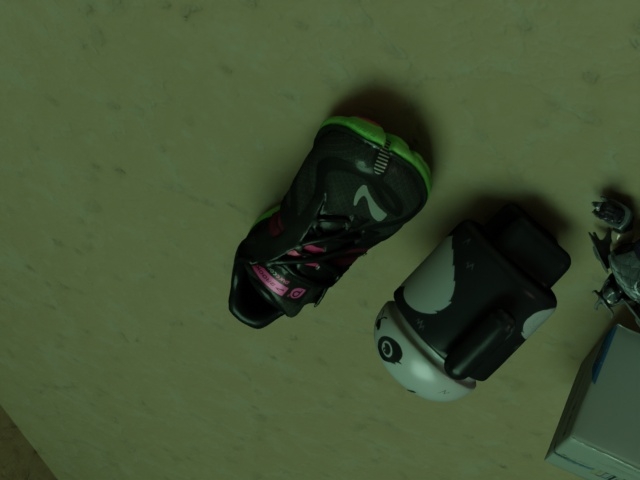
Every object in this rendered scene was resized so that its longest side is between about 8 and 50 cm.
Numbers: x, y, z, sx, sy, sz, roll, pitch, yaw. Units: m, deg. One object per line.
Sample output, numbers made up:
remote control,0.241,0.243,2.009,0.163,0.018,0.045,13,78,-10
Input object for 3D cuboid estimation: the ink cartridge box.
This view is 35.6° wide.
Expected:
ink cartridge box,0.433,0.249,1.382,0.168,0.171,0.232,23,164,11

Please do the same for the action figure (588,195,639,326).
action figure,0.401,0.002,1.165,0.185,0.099,0.285,56,141,20

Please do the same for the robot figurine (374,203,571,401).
robot figurine,0.195,0.084,1.318,0.173,0.278,0.209,48,-166,22

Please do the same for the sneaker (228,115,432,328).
sneaker,0.000,0.000,1.380,0.185,0.202,0.483,31,147,-5
